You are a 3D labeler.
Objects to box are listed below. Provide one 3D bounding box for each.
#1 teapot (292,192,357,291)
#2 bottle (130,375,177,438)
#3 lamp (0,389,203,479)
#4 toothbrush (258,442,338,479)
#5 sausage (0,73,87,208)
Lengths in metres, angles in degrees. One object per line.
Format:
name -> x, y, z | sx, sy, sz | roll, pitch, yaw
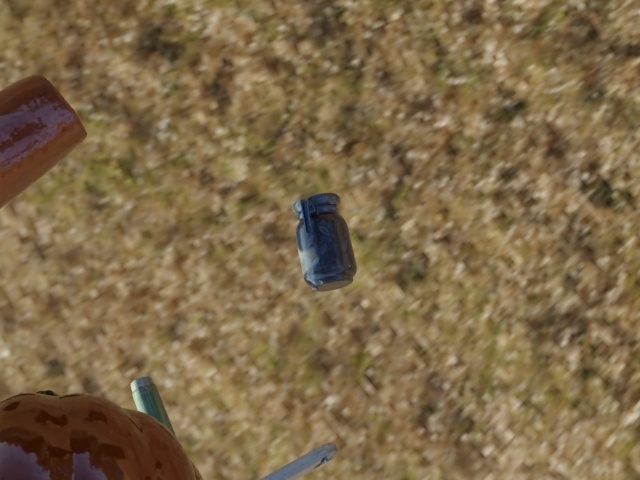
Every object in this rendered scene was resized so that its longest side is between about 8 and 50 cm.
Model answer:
teapot -> -0.003, 0.001, 1.578 | 0.049, 0.063, 0.083 | -25, 72, 42
bottle -> -0.183, 0.191, 1.943 | 0.030, 0.030, 0.083 | -36, 67, 33
lamp -> -0.181, 0.196, 1.179 | 0.223, 0.223, 0.196 | -45, 41, 32
toothbrush -> -0.141, 0.282, 1.581 | 0.040, 0.386, 0.040 | 50, 156, 32
sausage -> -0.374, -0.072, 1.871 | 0.113, 0.259, 0.113 | 44, 159, 22
